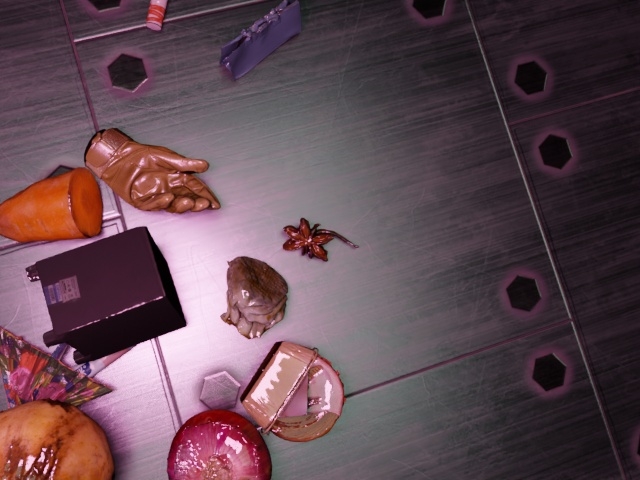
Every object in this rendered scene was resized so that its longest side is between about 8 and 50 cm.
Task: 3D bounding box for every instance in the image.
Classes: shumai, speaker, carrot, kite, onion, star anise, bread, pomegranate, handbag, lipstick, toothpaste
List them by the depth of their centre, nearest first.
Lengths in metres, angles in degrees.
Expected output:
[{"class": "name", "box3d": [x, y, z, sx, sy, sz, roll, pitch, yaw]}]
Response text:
[{"class": "pomegranate", "box3d": [-0.570, 0.483, 1.267, 0.322, 0.322, 0.322, 1, 84, -8]}, {"class": "speaker", "box3d": [-0.444, 0.119, 1.339, 0.254, 0.232, 0.184, -20, 69, -8]}, {"class": "onion", "box3d": [-0.219, 0.494, 1.378, 0.248, 0.161, 0.248, 1, 79, -7]}, {"class": "kite", "box3d": [-0.628, 0.311, 1.404, 0.321, 0.016, 0.234, 28, 90, 3]}, {"class": "carrot", "box3d": [-0.615, -0.061, 1.405, 0.225, 0.159, 0.159, -13, 86, 5]}, {"class": "toothpaste", "box3d": [-0.506, 0.277, 1.425, 0.205, 0.036, 0.056, -33, 87, -6]}, {"class": "bread", "box3d": [-0.054, 0.348, 1.427, 0.212, 0.142, 0.224, 34, 79, 0]}, {"class": "shumai", "box3d": [-0.166, 0.134, 1.462, 0.184, 0.184, 0.142, 39, 110, -2]}, {"class": "handbag", "box3d": [-0.141, -0.485, 1.505, 0.221, 0.144, 0.057, -38, 89, -9]}, {"class": "star anise", "box3d": [0.000, 0.000, 1.515, 0.190, 0.070, 0.097, 18, 109, -7]}, {"class": "lipstick", "box3d": [-0.391, -0.579, 1.533, 0.038, 0.038, 0.131, 12, 82, -7]}]

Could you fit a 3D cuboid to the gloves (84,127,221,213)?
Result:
[{"class": "gloves", "box3d": [-0.374, -0.139, 1.438, 0.331, 0.141, 0.154, 29, 54, 6]}]
